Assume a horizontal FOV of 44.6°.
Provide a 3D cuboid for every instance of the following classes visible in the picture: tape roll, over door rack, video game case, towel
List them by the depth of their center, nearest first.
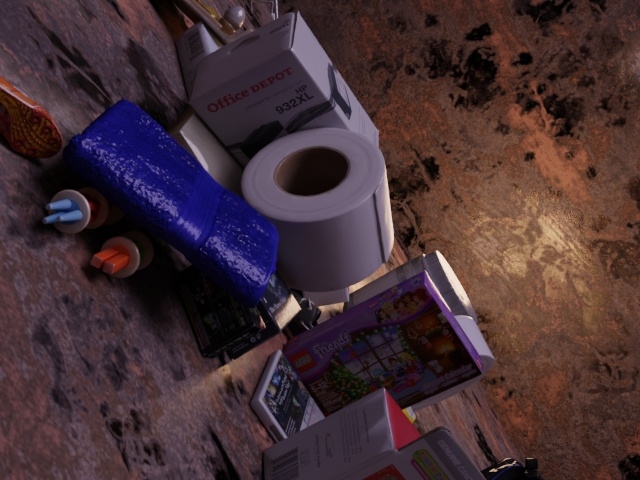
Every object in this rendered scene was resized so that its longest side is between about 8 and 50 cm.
[{"bbox_3d":[-0.183,-0.060,1.043,0.308,0.076,0.228,39,12,-16],"label":"towel"},{"bbox_3d":[-0.042,0.283,1.247,0.173,0.022,0.190,58,14,-9],"label":"video game case"},{"bbox_3d":[-0.002,-0.056,1.342,0.246,0.246,0.169,-106,-177,-47],"label":"tape roll"},{"bbox_3d":[0.233,0.279,1.720,0.286,0.286,0.100,37,27,-60],"label":"tape roll"},{"bbox_3d":[-0.074,-0.412,1.751,0.239,0.108,0.324,-132,-153,-84],"label":"over door rack"}]

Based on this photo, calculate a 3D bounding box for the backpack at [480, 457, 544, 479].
[{"bbox_3d":[0.355,0.604,1.583,0.213,0.276,0.264,64,1,-82],"label":"backpack"}]

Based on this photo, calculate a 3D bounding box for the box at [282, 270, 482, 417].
[{"bbox_3d":[0.108,0.205,1.375,0.201,0.293,0.057,56,19,-15],"label":"box"}]

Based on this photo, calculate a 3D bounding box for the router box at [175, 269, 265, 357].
[{"bbox_3d":[-0.144,0.094,1.118,0.123,0.092,0.038,65,14,21],"label":"router box"}]

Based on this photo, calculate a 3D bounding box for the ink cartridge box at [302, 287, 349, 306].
[{"bbox_3d":[0.000,0.000,1.668,0.172,0.100,0.237,-84,166,-70],"label":"ink cartridge box"}]

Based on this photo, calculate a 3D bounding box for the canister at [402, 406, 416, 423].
[{"bbox_3d":[0.107,0.314,1.551,0.126,0.073,0.170,-37,101,-42],"label":"canister"}]

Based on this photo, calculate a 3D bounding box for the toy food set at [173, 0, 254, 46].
[{"bbox_3d":[-0.271,-0.571,1.901,0.306,0.092,0.220,44,0,3],"label":"toy food set"}]

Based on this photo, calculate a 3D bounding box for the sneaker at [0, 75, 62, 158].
[{"bbox_3d":[-0.367,-0.162,0.909,0.175,0.064,0.067,51,5,-45],"label":"sneaker"}]

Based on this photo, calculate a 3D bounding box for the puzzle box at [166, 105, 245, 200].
[{"bbox_3d":[-0.155,-0.172,1.534,0.272,0.052,0.409,58,25,-21],"label":"puzzle box"}]

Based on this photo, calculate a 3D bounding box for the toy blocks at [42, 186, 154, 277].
[{"bbox_3d":[-0.270,-0.007,0.943,0.123,0.054,0.148,59,13,-1],"label":"toy blocks"}]

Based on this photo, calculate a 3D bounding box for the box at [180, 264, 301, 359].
[{"bbox_3d":[-0.121,0.082,1.235,0.158,0.093,0.156,58,13,-1],"label":"box"}]

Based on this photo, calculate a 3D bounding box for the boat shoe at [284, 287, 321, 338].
[{"bbox_3d":[-0.037,0.137,1.469,0.233,0.079,0.084,58,14,1],"label":"boat shoe"}]

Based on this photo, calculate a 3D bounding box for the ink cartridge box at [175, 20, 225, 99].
[{"bbox_3d":[-0.173,-0.292,1.848,0.385,0.091,0.308,41,22,-45],"label":"ink cartridge box"}]

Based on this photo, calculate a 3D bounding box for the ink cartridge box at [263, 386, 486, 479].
[{"bbox_3d":[0.117,0.371,1.088,0.309,0.271,0.130,54,14,-26],"label":"ink cartridge box"}]

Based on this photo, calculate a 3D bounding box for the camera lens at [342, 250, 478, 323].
[{"bbox_3d":[0.207,0.175,1.865,0.219,0.274,0.219,55,13,-19],"label":"camera lens"}]

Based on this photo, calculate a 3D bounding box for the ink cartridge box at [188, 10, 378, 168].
[{"bbox_3d":[-0.060,-0.227,1.439,0.307,0.223,0.129,50,30,-37],"label":"ink cartridge box"}]
